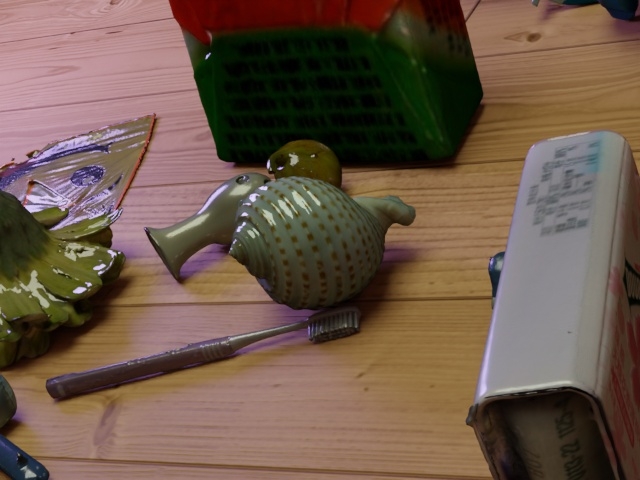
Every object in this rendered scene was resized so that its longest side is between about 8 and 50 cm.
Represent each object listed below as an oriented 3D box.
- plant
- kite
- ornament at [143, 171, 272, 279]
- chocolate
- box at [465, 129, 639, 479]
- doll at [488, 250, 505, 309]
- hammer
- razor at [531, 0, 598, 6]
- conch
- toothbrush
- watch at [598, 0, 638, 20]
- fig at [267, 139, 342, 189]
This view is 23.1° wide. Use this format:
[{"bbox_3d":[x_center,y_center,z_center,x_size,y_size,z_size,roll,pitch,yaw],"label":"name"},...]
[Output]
[{"bbox_3d":[-0.387,0.022,1.811,0.306,0.297,0.261,5,68,16],"label":"plant"},{"bbox_3d":[-0.357,-0.069,2.108,0.377,0.013,0.327,-33,31,-21],"label":"kite"},{"bbox_3d":[-0.118,-0.022,1.805,0.156,0.081,0.075,-31,73,-8],"label":"ornament"},{"bbox_3d":[0.004,-0.271,1.866,0.360,0.341,0.161,2,28,39],"label":"chocolate"},{"bbox_3d":[0.210,0.083,1.281,0.112,0.190,0.370,-10,31,23],"label":"box"},{"bbox_3d":[0.202,0.036,1.507,0.083,0.050,0.076,-8,37,22],"label":"doll"},{"bbox_3d":[-0.336,0.205,1.603,0.116,0.069,0.194,-38,40,-25],"label":"hammer"},{"bbox_3d":[0.368,-0.325,1.991,0.191,0.037,0.068,-6,29,24],"label":"razor"},{"bbox_3d":[-0.003,0.010,1.608,0.200,0.131,0.172,9,-17,-20],"label":"conch"},{"bbox_3d":[-0.125,0.120,1.623,0.354,0.024,0.029,-14,39,15],"label":"toothbrush"},{"bbox_3d":[0.461,-0.362,1.822,0.274,0.305,0.241,16,42,5],"label":"watch"},{"bbox_3d":[-0.024,-0.084,1.812,0.082,0.098,0.084,-24,44,38],"label":"fig"}]
